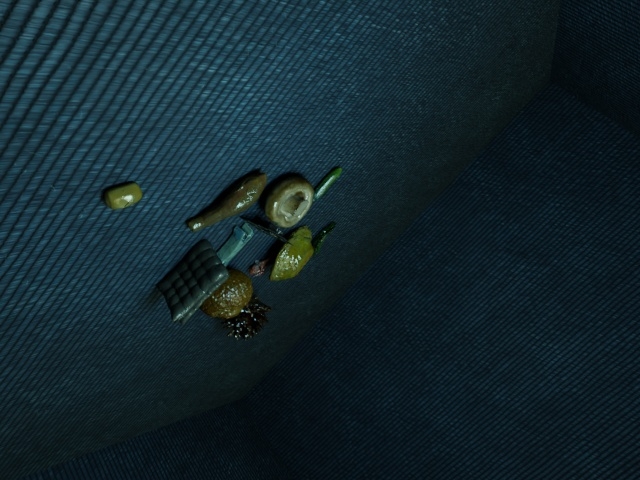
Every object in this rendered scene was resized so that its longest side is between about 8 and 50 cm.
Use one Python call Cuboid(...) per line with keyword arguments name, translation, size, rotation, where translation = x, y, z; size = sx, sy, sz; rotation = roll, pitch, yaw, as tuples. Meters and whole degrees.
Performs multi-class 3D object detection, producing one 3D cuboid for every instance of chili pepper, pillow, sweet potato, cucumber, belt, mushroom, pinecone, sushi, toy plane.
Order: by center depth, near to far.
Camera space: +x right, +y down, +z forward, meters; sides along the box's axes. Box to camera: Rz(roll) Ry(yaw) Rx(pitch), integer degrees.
Cuboid(name="sweet potato", translation=(-0.366, -0.147, 1.676), size=(0.385, 0.109, 0.109), rotation=(-39, 157, -7))
Cuboid(name="pillow", translation=(-0.556, 0.181, 1.786), size=(0.326, 0.228, 0.101), rotation=(-43, 151, 5))
Cuboid(name="mushroom", translation=(-0.145, -0.175, 1.904), size=(0.278, 0.146, 0.279), rotation=(-37, 148, -28))
Cuboid(name="sushi", translation=(-0.237, -0.060, 1.922), size=(0.047, 0.219, 0.231), rotation=(-64, 158, -8))
Cuboid(name="belt", translation=(-0.433, 0.043, 1.937), size=(0.302, 0.072, 0.087), rotation=(-48, 158, 13))
Cuboid(name="cucumber", translation=(0.020, -0.283, 2.102), size=(0.250, 0.056, 0.056), rotation=(-49, 156, 9))
Cuboid(name="toy plane", translation=(-0.317, 0.123, 2.263), size=(0.194, 0.077, 0.126), rotation=(-51, 160, 1))
Cuboid(name="pinecone", translation=(-0.442, 0.459, 2.426), size=(0.296, 0.242, 0.298), rotation=(-42, 163, -6))
Cuboid(name="chili pepper", translation=(0.000, 0.000, 2.546), size=(0.122, 0.065, 0.279), rotation=(3, 127, -54))

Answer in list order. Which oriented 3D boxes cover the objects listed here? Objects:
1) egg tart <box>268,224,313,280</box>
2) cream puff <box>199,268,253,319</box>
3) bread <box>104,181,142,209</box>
Cuboid(name="egg tart", translation=(-0.160, 0.106, 2.301), size=(0.340, 0.153, 0.351), rotation=(-60, 171, 28))
Cuboid(name="cream puff", translation=(-0.474, 0.282, 2.065), size=(0.302, 0.212, 0.303), rotation=(-29, 167, -7))
Cuboid(name="bread", translation=(-0.636, -0.139, 1.327), size=(0.115, 0.056, 0.082), rotation=(-23, 151, -37))
